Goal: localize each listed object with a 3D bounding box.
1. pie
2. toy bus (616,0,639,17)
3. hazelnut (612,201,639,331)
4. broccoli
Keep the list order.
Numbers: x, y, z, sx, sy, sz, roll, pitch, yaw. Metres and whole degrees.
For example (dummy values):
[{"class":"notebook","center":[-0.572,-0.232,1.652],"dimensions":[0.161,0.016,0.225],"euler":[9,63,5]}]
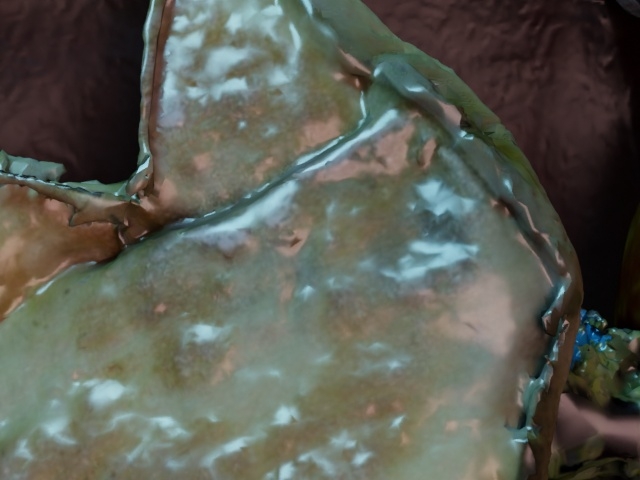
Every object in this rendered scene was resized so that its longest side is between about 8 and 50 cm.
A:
[{"class":"pie","center":[-0.059,0.041,0.609],"dimensions":[0.338,0.075,0.337],"euler":[-1,79,6]},{"class":"toy bus","center":[0.179,-0.241,0.695],"dimensions":[0.133,0.125,0.292],"euler":[-31,104,-24]},{"class":"hazelnut","center":[0.244,0.018,0.722],"dimensions":[0.218,0.218,0.234],"euler":[-51,141,-9]},{"class":"broccoli","center":[0.072,0.094,0.671],"dimensions":[0.167,0.160,0.154],"euler":[28,118,-5]}]
